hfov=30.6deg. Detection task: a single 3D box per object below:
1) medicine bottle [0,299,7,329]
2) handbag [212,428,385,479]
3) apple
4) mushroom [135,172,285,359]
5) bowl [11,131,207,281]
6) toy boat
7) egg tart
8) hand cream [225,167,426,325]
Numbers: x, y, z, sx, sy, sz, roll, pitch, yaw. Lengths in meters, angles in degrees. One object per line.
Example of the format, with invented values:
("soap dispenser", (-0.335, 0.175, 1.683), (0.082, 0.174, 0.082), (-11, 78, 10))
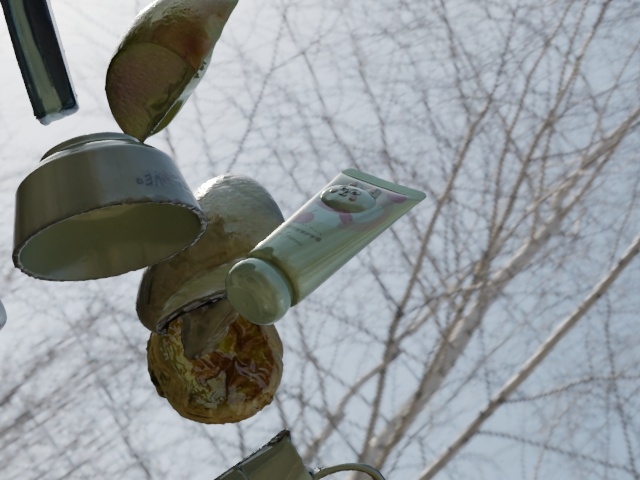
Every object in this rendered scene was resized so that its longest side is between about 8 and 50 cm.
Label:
("medicine bottle", (-0.608, 0.163, 1.721), (0.273, 0.165, 0.165), (-45, -102, 9))
("handbag", (-0.059, 0.383, 1.507), (0.241, 0.315, 0.109), (63, -17, -14))
("apple", (-0.200, -0.256, 1.549), (0.120, 0.193, 0.265), (33, -31, -12))
("mushroom", (-0.202, 0.022, 1.798), (0.217, 0.212, 0.292), (61, -35, 28))
("bowl", (-0.237, -0.043, 1.261), (0.211, 0.211, 0.112), (-41, -120, 47))
("toy boat", (-0.387, -0.303, 1.551), (0.096, 0.062, 0.299), (135, -61, -85))
("egg tart", (-0.181, 0.202, 1.979), (0.241, 0.241, 0.106), (51, -27, 7))
("hand cream", (0.000, 0.000, 1.577), (0.147, 0.306, 0.093), (20, -44, 36))
